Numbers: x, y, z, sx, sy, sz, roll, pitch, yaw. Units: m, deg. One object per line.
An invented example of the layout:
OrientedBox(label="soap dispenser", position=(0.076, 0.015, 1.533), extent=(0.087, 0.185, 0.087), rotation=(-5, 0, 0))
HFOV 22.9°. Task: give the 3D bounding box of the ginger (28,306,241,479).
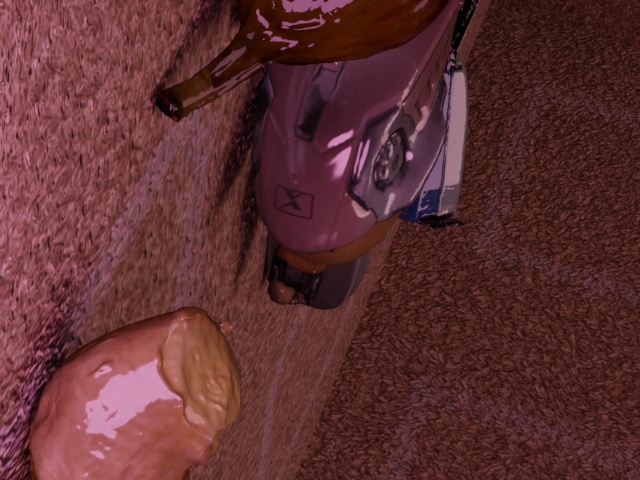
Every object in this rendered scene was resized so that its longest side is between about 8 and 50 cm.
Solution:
OrientedBox(label="ginger", position=(-0.150, 0.157, 1.190), extent=(0.267, 0.152, 0.138), rotation=(-56, -149, 39))

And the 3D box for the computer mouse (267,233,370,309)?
OrientedBox(label="computer mouse", position=(0.000, 0.000, 1.952), extent=(0.231, 0.127, 0.079), rotation=(104, 9, -55))

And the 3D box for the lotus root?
OrientedBox(label="lotus root", position=(0.014, -0.060, 1.753), extent=(0.310, 0.182, 0.183), rotation=(-65, 177, 33))

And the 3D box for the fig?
OrientedBox(label="fig", position=(-0.031, -0.215, 1.291), extent=(0.290, 0.191, 0.191), rotation=(-29, 164, -7))

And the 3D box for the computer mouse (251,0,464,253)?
OrientedBox(label="computer mouse", position=(0.036, -0.173, 1.581), extent=(0.115, 0.199, 0.389), rotation=(43, 65, -69))

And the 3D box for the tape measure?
OrientedBox(label="tape measure", position=(0.092, -0.203, 1.846), extent=(0.097, 0.215, 0.351), rotation=(-7, 109, -43))
